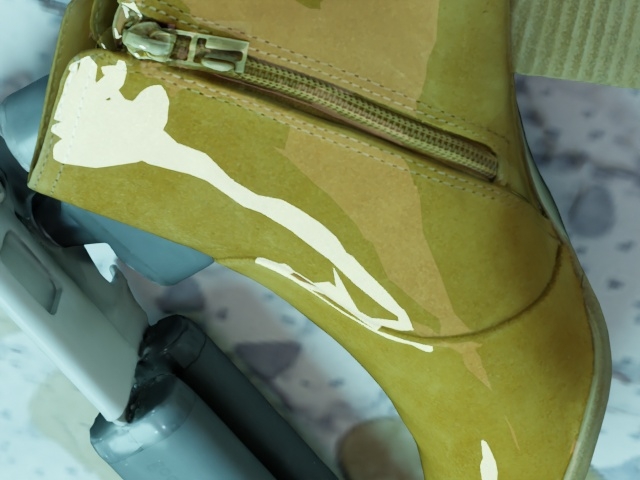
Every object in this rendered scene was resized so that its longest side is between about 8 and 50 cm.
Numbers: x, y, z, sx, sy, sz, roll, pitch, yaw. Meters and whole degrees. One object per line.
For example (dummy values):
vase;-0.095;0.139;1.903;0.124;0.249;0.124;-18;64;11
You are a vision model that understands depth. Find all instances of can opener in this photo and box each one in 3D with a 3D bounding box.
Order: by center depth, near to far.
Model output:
can opener;-0.040;0.057;0.758;0.095;0.076;0.283;-29;118;22

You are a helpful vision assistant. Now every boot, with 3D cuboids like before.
boot;0.000;0.000;0.693;0.211;0.104;0.295;7;112;-10
